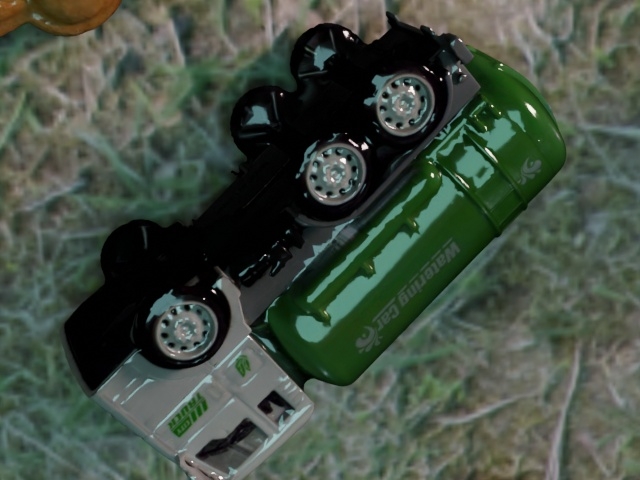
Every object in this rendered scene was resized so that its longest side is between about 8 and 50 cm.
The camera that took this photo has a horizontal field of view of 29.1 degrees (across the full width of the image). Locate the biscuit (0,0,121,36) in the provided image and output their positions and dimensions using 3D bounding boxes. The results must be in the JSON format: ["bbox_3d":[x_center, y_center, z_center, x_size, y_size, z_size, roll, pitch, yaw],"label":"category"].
[{"bbox_3d":[-0.143,-0.167,0.542,0.280,0.043,0.183,-43,104,-3],"label":"biscuit"}]

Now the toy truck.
[{"bbox_3d":[0.000,0.000,0.576,0.242,0.101,0.125,-44,119,-2],"label":"toy truck"}]
